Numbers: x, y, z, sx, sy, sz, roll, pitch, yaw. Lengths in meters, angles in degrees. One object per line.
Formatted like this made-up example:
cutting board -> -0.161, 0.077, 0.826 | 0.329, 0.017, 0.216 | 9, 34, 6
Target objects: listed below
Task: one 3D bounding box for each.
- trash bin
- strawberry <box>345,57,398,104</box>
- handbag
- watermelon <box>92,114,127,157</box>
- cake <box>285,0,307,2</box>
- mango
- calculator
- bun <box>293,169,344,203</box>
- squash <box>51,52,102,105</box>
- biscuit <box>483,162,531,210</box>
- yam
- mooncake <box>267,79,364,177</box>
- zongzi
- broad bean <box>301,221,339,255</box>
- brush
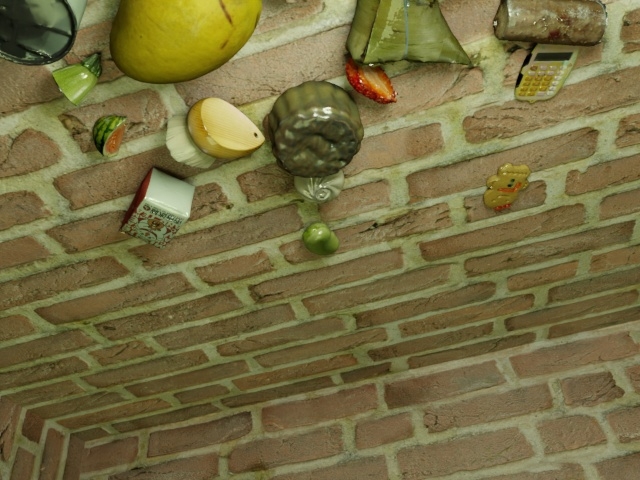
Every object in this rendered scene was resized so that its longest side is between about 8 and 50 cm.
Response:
trash bin -> -0.619, -0.543, 1.185 | 0.217, 0.263, 0.277 | 6, 138, -17
strawberry -> 0.135, -0.441, 1.552 | 0.082, 0.121, 0.188 | -15, 144, 40
handbag -> -0.559, -0.090, 1.844 | 0.171, 0.151, 0.298 | 24, 138, -28
watermelon -> -0.632, -0.300, 1.627 | 0.087, 0.069, 0.163 | 13, 138, -22
cake -> -0.035, -0.623, 1.253 | 0.207, 0.185, 0.178 | -4, 144, -23
mango -> -0.336, -0.524, 1.297 | 0.445, 0.221, 0.301 | -27, 139, 26
calculator -> 0.666, -0.507, 1.632 | 0.157, 0.033, 0.236 | -3, 142, -7
bun -> -0.003, -0.190, 1.829 | 0.172, 0.120, 0.173 | -4, 138, -3
squash -> -0.627, -0.438, 1.464 | 0.132, 0.105, 0.105 | -32, 138, 0
biscuit -> 0.675, -0.190, 2.010 | 0.166, 0.036, 0.225 | 2, 140, -14
yam -> 0.604, -0.583, 1.458 | 0.279, 0.131, 0.131 | 1, 140, -7
mooncake -> -0.013, -0.321, 1.637 | 0.290, 0.161, 0.290 | -6, 141, -5
zongzi -> 0.270, -0.582, 1.370 | 0.360, 0.160, 0.323 | 4, 140, -13
broad bean -> 0.000, 0.000, 2.084 | 0.124, 0.082, 0.174 | -19, 138, 10
brush -> -0.304, -0.300, 1.625 | 0.166, 0.174, 0.266 | -24, 156, 37
